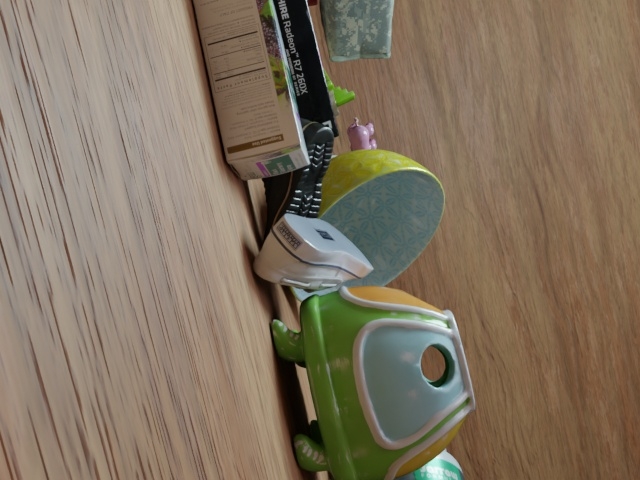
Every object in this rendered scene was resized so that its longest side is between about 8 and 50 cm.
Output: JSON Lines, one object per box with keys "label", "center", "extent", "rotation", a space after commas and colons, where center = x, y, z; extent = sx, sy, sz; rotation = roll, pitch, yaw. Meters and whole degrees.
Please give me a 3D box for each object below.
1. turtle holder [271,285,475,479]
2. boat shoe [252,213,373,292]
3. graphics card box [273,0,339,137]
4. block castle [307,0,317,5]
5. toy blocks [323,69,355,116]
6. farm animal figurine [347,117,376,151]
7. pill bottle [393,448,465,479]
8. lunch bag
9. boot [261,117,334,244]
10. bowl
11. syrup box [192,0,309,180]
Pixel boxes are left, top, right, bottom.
{"label": "turtle holder", "center": [0.081, 0.209, 1.005], "extent": [0.243, 0.228, 0.320], "rotation": [73, 5, -58]}
{"label": "boat shoe", "center": [-0.012, 0.025, 1.033], "extent": [0.095, 0.084, 0.258], "rotation": [49, 13, 25]}
{"label": "graphics card box", "center": [-0.079, -0.362, 1.347], "extent": [0.233, 0.094, 0.370], "rotation": [-129, -158, -63]}
{"label": "block castle", "center": [-0.102, -0.740, 1.778], "extent": [0.453, 0.213, 0.303], "rotation": [42, 35, -83]}
{"label": "toy blocks", "center": [-0.059, -0.421, 1.852], "extent": [0.381, 0.191, 0.260], "rotation": [20, 45, -86]}
{"label": "farm animal figurine", "center": [0.047, -0.073, 1.610], "extent": [0.326, 0.330, 0.172], "rotation": [-58, -172, 40]}
{"label": "pill bottle", "center": [0.131, 0.435, 1.160], "extent": [0.361, 0.204, 0.204], "rotation": [-100, 175, -47]}
{"label": "lunch bag", "center": [0.075, -0.585, 1.791], "extent": [0.235, 0.169, 0.287], "rotation": [90, -8, -46]}
{"label": "boot", "center": [-0.067, -0.084, 1.074], "extent": [0.077, 0.137, 0.197], "rotation": [0, 115, -54]}
{"label": "bowl", "center": [0.039, -0.047, 1.250], "extent": [0.156, 0.289, 0.289], "rotation": [53, -11, 34]}
{"label": "syrup box", "center": [-0.086, -0.203, 0.967], "extent": [0.093, 0.096, 0.236], "rotation": [56, 20, -78]}
